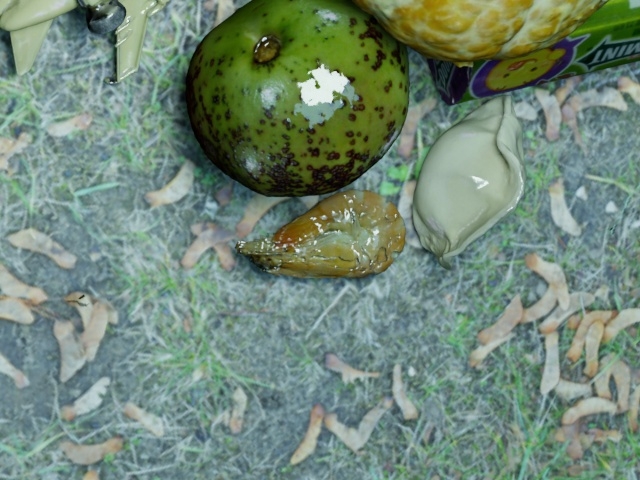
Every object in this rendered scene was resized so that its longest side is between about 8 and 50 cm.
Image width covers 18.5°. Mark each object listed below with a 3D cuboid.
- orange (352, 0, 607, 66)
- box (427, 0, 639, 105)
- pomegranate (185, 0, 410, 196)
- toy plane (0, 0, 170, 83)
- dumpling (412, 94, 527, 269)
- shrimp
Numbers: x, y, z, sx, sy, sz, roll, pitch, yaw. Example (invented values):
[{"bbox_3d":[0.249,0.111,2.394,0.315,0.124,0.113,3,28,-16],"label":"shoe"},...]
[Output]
[{"bbox_3d":[0.138,-0.320,1.743,0.329,0.249,0.329,14,62,-29],"label":"orange"},{"bbox_3d":[0.284,-0.224,1.951,0.345,0.134,0.097,-14,64,-17],"label":"box"},{"bbox_3d":[-0.013,-0.123,1.854,0.214,0.214,0.248,-39,148,-8],"label":"pomegranate"},{"bbox_3d":[-0.194,-0.260,1.786,0.256,0.104,0.242,-29,127,3],"label":"toy plane"},{"bbox_3d":[0.158,-0.058,1.936,0.169,0.134,0.100,-45,113,-4],"label":"dumpling"},{"bbox_3d":[0.000,0.000,1.945,0.184,0.043,0.091,-11,104,-22],"label":"shrimp"}]
